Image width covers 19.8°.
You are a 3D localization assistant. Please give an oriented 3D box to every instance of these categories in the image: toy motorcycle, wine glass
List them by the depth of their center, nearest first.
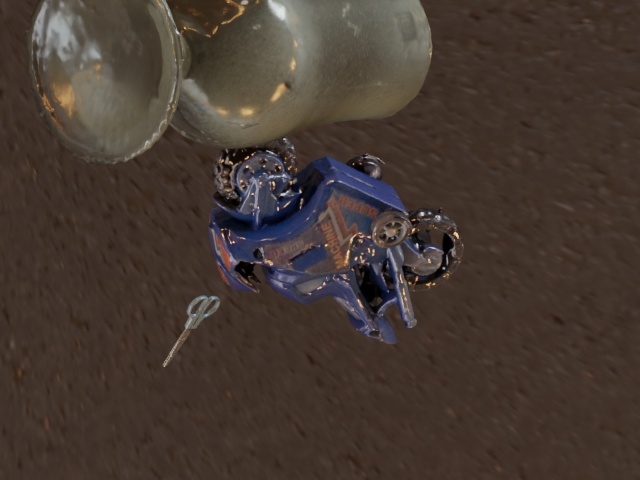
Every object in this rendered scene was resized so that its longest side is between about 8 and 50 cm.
[{"bbox_3d":[-0.038,-0.099,0.967,0.231,0.103,0.103,-10,104,-52],"label":"wine glass"},{"bbox_3d":[0.000,0.000,1.210,0.205,0.076,0.114,25,114,-33],"label":"toy motorcycle"}]

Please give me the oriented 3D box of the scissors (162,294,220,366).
[{"bbox_3d":[-0.117,0.080,1.607,0.036,0.006,0.083,3,127,-53],"label":"scissors"}]
